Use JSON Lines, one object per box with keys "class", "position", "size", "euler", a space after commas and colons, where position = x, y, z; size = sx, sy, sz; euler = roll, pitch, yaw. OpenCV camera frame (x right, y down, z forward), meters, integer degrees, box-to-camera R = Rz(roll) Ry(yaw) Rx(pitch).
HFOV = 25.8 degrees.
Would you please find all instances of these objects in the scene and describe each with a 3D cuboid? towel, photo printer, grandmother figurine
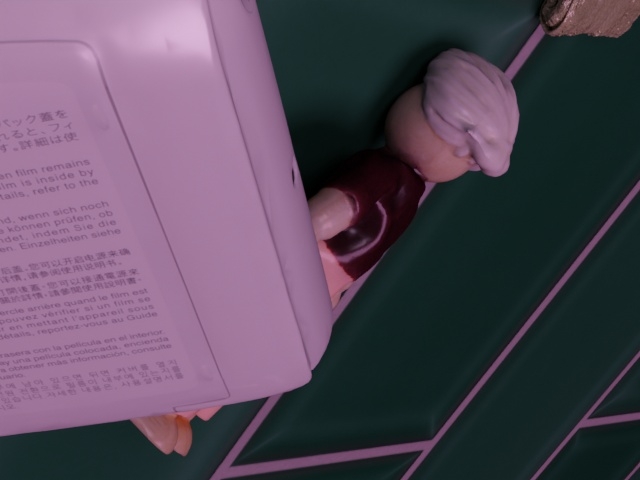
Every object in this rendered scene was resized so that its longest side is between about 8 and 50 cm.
{"class": "towel", "position": [0.222, -0.209, 0.998], "size": [0.110, 0.027, 0.148], "euler": [-7, 135, -47]}
{"class": "photo printer", "position": [-0.140, -0.031, 0.616], "size": [0.256, 0.107, 0.307], "euler": [-9, 143, 5]}
{"class": "grandmother figurine", "position": [0.000, 0.000, 0.949], "size": [0.342, 0.104, 0.208], "euler": [-43, 178, -4]}
